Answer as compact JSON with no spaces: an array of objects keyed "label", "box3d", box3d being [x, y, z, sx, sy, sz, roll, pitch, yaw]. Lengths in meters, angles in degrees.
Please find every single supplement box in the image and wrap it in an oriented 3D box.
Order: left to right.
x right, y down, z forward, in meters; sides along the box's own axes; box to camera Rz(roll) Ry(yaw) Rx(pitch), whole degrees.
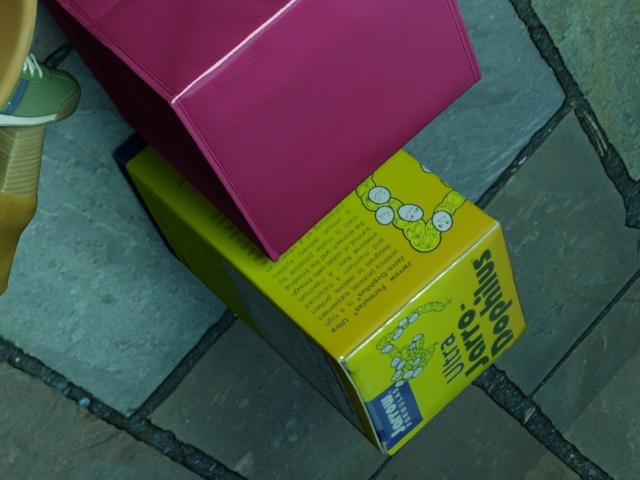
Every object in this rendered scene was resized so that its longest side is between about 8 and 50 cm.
[{"label":"supplement box","box3d":[0.000,0.000,1.504,0.195,0.356,0.194,-41,146,-12]}]

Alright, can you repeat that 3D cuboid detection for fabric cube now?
[{"label":"fabric cube","box3d":[-0.057,-0.192,1.346,0.258,0.259,0.254,-42,146,-7]}]

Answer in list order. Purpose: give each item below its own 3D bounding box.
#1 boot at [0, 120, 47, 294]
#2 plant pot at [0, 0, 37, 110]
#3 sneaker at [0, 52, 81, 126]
[{"label":"boot","box3d":[-0.363,-0.004,1.317,0.295,0.104,0.211,-12,131,-48]},{"label":"plant pot","box3d":[-0.370,-0.176,1.053,0.291,0.203,0.290,-30,141,-28]},{"label":"sneaker","box3d":[-0.276,-0.147,1.308,0.192,0.064,0.086,-5,131,-42]}]
